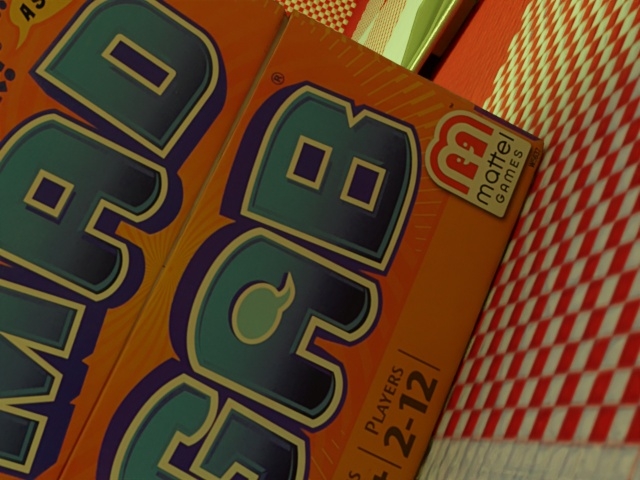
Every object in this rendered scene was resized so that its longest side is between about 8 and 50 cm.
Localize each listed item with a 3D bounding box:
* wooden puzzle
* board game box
[{"bbox_3d":[0.150,-0.279,1.335,0.221,0.044,0.238,-71,5,-47],"label":"wooden puzzle"},{"bbox_3d":[-0.126,0.055,0.792,0.356,0.356,0.356,-66,7,-18],"label":"board game box"}]
